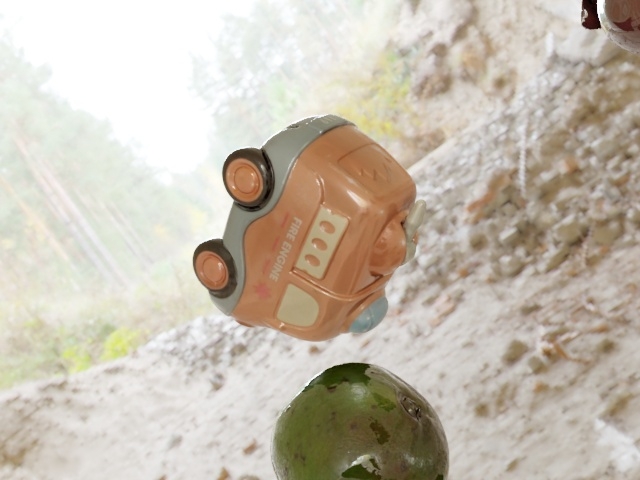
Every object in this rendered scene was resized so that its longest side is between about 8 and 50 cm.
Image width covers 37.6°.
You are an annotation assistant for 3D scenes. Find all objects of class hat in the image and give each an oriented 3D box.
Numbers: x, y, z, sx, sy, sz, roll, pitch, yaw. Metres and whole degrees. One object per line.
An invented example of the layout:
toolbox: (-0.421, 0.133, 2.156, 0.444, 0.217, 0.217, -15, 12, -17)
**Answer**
hat: (0.344, -0.225, 0.933, 0.205, 0.206, 0.089, -147, 70, -86)

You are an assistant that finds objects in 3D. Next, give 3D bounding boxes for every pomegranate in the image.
pomegranate: (0.022, 0.233, 0.954, 0.225, 0.187, 0.187, -49, -3, 30)

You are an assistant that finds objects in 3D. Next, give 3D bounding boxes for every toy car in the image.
toy car: (0.000, 0.000, 1.077, 0.180, 0.212, 0.270, -29, -31, -53)
